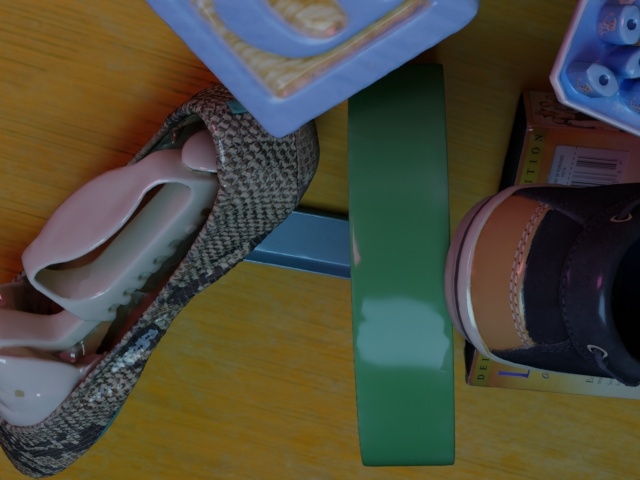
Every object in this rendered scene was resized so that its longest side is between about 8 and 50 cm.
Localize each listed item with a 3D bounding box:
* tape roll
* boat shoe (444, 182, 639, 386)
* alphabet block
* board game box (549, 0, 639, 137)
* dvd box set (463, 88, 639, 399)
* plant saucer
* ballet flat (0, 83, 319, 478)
[{"bbox_3d":[0.066,0.019,1.537,0.077,0.321,0.321,-1,129,4],"label":"tape roll"},{"bbox_3d":[0.320,0.039,1.463,0.500,0.156,0.187,4,93,-39],"label":"boat shoe"},{"bbox_3d":[-0.012,-0.233,1.414,0.193,0.197,0.192,-29,123,22],"label":"alphabet block"},{"bbox_3d":[0.403,-0.212,1.371,0.390,0.050,0.390,22,87,-15],"label":"board game box"},{"bbox_3d":[0.357,0.022,1.705,0.420,0.062,0.308,5,129,-4],"label":"dvd box set"},{"bbox_3d":[0.000,0.000,1.719,0.192,0.018,0.067,11,129,-7],"label":"plant saucer"},{"bbox_3d":[-0.196,0.036,1.646,0.182,0.164,0.483,0,141,-51],"label":"ballet flat"}]
